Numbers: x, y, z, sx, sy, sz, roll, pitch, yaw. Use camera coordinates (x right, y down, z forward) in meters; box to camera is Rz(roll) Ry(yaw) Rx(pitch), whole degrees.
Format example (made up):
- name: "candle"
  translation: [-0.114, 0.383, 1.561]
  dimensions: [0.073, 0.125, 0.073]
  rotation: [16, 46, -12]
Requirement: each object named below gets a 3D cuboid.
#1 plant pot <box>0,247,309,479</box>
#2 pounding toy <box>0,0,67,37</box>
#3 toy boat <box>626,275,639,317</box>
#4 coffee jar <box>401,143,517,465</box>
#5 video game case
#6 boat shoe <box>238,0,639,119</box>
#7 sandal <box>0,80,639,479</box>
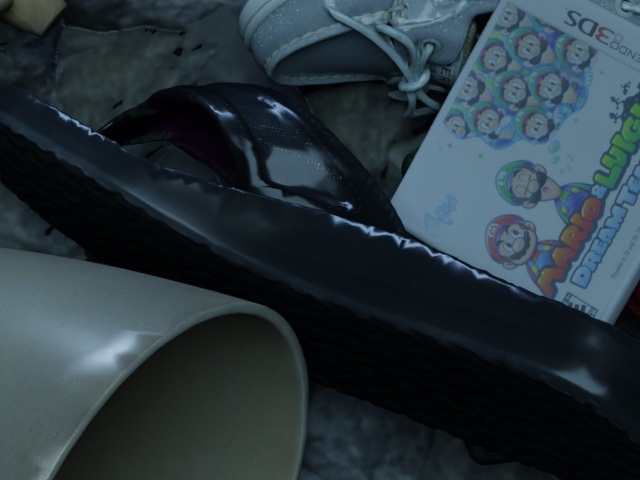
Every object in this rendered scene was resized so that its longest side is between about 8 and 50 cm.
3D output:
- name: "plant pot"
  translation: [-0.189, 0.103, 0.966]
  dimensions: [0.274, 0.256, 0.256]
  rotation: [23, 78, 26]
- name: "pounding toy"
  translation: [-0.288, -0.110, 1.036]
  dimensions: [0.154, 0.155, 0.269]
  rotation: [44, 64, 8]
- name: "toy boat"
  translation: [0.272, 0.058, 1.010]
  dimensions: [0.231, 0.151, 0.151]
  rotation: [12, 108, 6]
- name: "coffee jar"
  translation: [0.108, 0.031, 1.037]
  dimensions: [0.096, 0.079, 0.184]
  rotation: [-13, 77, 4]
- name: "video game case"
  translation: [0.126, -0.046, 0.975]
  dimensions: [0.143, 0.019, 0.157]
  rotation: [33, 101, 27]
- name: "boat shoe"
  translation: [0.115, -0.125, 1.058]
  dimensions: [0.320, 0.118, 0.103]
  rotation: [-6, 72, -6]
- name: "sandal"
  translation: [0.002, 0.002, 0.983]
  dimensions: [0.445, 0.167, 0.107]
  rotation: [23, 68, 23]
